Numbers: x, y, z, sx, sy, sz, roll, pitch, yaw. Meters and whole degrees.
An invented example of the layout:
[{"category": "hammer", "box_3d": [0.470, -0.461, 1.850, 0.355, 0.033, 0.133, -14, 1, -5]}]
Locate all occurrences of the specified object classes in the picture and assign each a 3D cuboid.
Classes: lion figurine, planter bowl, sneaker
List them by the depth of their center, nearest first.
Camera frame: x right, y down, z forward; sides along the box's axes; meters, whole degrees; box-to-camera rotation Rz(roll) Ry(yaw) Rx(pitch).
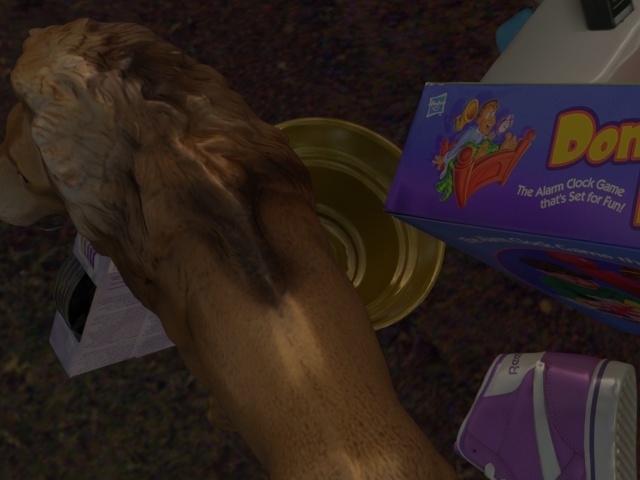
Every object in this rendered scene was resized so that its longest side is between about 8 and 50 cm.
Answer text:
[{"category": "lion figurine", "box_3d": [-0.010, 0.070, 0.511, 0.142, 0.240, 0.392, -35, 55, -10]}, {"category": "sneaker", "box_3d": [0.202, 0.233, 1.022, 0.161, 0.102, 0.282, 4, 103, 27]}, {"category": "planter bowl", "box_3d": [0.000, 0.000, 1.052, 0.217, 0.217, 0.090, 43, 151, 5]}]

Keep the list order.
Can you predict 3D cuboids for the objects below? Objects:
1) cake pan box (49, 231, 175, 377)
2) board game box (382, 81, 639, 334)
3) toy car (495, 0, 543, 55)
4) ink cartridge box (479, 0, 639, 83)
[{"category": "cake pan box", "box_3d": [-0.187, 0.041, 1.349, 0.070, 0.267, 0.246, 51, 139, 28]}, {"category": "board game box", "box_3d": [0.234, 0.006, 0.537, 0.347, 0.233, 0.078, 10, 79, 50]}, {"category": "toy car", "box_3d": [0.276, -0.260, 1.031, 0.219, 0.238, 0.210, -34, 74, 29]}, {"category": "ink cartridge box", "box_3d": [0.238, -0.166, 0.638, 0.060, 0.239, 0.275, 44, 75, -19]}]
